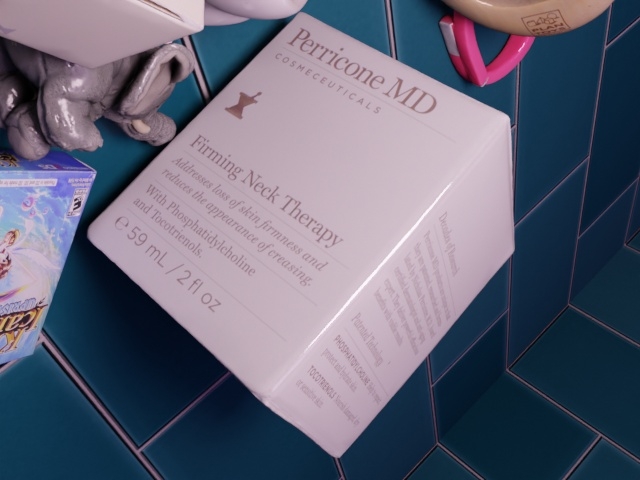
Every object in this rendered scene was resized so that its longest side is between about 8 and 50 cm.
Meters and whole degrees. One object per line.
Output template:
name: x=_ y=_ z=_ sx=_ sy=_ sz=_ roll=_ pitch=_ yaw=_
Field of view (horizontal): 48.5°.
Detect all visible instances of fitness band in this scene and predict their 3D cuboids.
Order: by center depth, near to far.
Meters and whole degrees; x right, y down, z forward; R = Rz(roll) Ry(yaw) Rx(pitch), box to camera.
fitness band: x=0.302 y=-0.391 z=1.221 sx=0.209 sy=0.054 sz=0.291 roll=-51 pitch=146 yaw=-6

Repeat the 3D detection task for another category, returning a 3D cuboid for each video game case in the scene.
video game case: x=-0.365 y=0.030 z=0.702 sx=0.244 sy=0.061 sz=0.269 roll=-65 pitch=162 yaw=15

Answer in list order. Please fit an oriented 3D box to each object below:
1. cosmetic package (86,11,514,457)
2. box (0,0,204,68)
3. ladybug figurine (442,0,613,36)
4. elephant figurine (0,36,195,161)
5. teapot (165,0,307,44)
cosmetic package: x=0.000 y=0.000 z=0.919 sx=0.393 sy=0.329 sz=0.327 roll=-49 pitch=151 yaw=-11
box: x=-0.173 y=-0.306 z=0.533 sx=0.121 sy=0.148 sz=0.311 roll=11 pitch=79 yaw=-53
ladybug figurine: x=0.254 y=-0.448 z=0.941 sx=0.449 sy=0.305 sz=0.161 roll=38 pitch=57 yaw=-47
elephant figurine: x=-0.212 y=-0.180 z=0.728 sx=0.239 sy=0.186 sz=0.169 roll=-25 pitch=102 yaw=-50
teapot: x=-0.096 y=-0.349 z=0.687 sx=0.252 sy=0.187 sz=0.256 roll=68 pitch=37 yaw=-76
